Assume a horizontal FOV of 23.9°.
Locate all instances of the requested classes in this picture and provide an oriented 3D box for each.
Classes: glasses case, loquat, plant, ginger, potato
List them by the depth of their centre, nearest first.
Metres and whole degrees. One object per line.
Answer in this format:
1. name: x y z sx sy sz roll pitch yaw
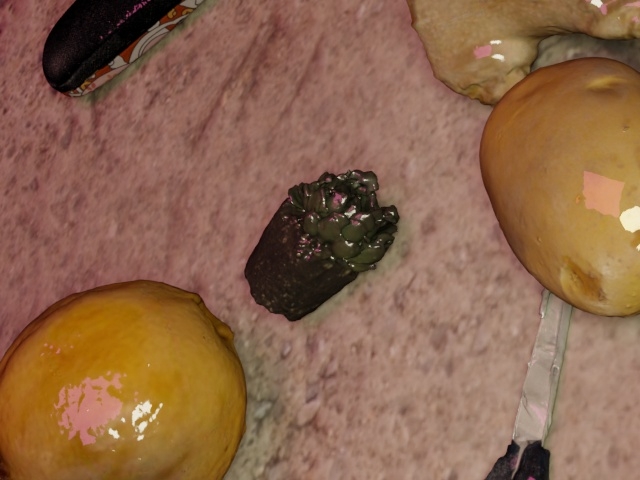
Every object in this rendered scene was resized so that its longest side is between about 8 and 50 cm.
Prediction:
1. potato: 0.202 -0.049 1.109 0.150 0.146 0.234 -21 46 -9
2. ginger: 0.180 -0.212 1.224 0.276 0.130 0.221 27 96 46
3. loquat: -0.170 0.147 1.293 0.238 0.193 0.238 -7 62 13
4. plant: 0.000 0.000 1.296 0.143 0.092 0.094 -44 37 23
5. glasses case: -0.200 -0.256 1.632 0.267 0.067 0.103 -35 49 22

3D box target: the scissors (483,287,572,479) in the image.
1. scissors: 0.156 0.141 1.119 0.109 0.022 0.300 2 68 39
